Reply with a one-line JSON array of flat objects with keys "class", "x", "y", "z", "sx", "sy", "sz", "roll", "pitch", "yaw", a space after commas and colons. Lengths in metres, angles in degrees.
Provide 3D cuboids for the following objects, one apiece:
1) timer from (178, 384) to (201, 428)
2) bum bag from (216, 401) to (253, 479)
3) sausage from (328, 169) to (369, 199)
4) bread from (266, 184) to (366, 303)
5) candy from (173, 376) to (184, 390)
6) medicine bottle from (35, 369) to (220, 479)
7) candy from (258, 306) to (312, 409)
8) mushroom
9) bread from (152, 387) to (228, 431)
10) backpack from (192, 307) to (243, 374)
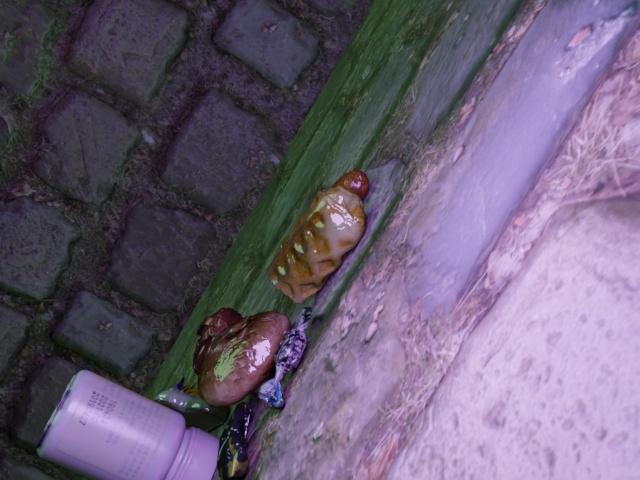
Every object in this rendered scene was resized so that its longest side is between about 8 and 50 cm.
[{"class": "timer", "x": -0.388, "y": 0.496, "z": 2.131, "sx": 0.107, "sy": 0.109, "sz": 0.107, "roll": -30, "pitch": 7, "yaw": 4}, {"class": "bum bag", "x": -0.175, "y": 0.418, "z": 1.446, "sx": 0.232, "sy": 0.060, "sz": 0.107, "roll": -104, "pitch": 36, "yaw": -76}, {"class": "sausage", "x": 0.053, "y": -0.104, "z": 1.678, "sx": 0.197, "sy": 0.076, "sz": 0.076, "roll": -43, "pitch": 21, "yaw": 57}, {"class": "bread", "x": 0.000, "y": 0.000, "z": 1.539, "sx": 0.268, "sy": 0.130, "sz": 0.152, "roll": -53, "pitch": 51, "yaw": 32}, {"class": "candy", "x": -0.515, "y": 0.601, "z": 2.427, "sx": 0.275, "sy": 0.070, "sz": 0.145, "roll": -83, "pitch": 16, "yaw": -56}, {"class": "medicine bottle", "x": -0.436, "y": 0.466, "z": 1.640, "sx": 0.214, "sy": 0.378, "sz": 0.213, "roll": -57, "pitch": 12, "yaw": 19}, {"class": "candy", "x": -0.059, "y": 0.233, "z": 1.435, "sx": 0.094, "sy": 0.051, "sz": 0.226, "roll": -25, "pitch": 38, "yaw": 53}, {"class": "mushroom", "x": -0.172, "y": 0.256, "z": 1.597, "sx": 0.278, "sy": 0.146, "sz": 0.278, "roll": -45, "pitch": 12, "yaw": 12}, {"class": "bread", "x": -0.320, "y": 0.441, "z": 1.845, "sx": 0.232, "sy": 0.172, "sz": 0.064, "roll": 3, "pitch": 53, "yaw": 27}, {"class": "backpack", "x": -0.284, "y": 0.286, "z": 2.004, "sx": 0.229, "sy": 0.138, "sz": 0.229, "roll": -61, "pitch": 8, "yaw": 14}]
